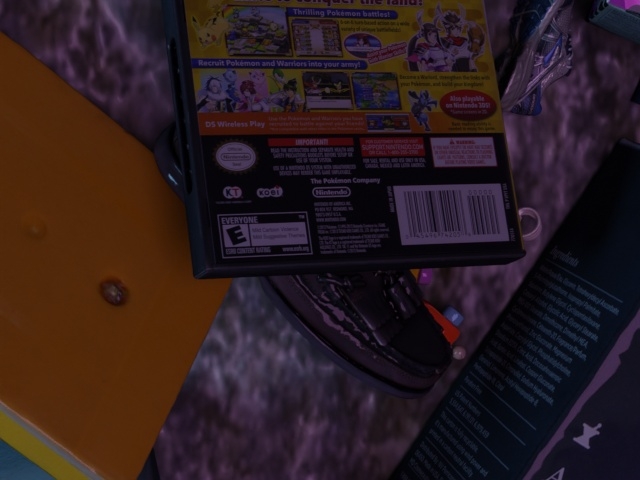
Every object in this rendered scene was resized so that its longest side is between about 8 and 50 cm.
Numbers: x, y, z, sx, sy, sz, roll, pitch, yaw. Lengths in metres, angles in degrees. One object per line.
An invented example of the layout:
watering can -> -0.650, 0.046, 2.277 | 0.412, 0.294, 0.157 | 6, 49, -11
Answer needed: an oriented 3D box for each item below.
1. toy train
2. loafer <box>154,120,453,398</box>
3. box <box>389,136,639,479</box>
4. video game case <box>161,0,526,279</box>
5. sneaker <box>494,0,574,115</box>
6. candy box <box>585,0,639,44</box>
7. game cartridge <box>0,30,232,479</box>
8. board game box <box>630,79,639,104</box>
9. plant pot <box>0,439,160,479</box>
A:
toy train -> 0.106, 0.019, 1.338 | 0.125, 0.046, 0.166 | 36, 95, -19
loafer -> 0.000, 0.000, 1.239 | 0.302, 0.109, 0.095 | 44, 125, -3
box -> 0.293, 0.164, 1.325 | 0.293, 0.212, 0.395 | 33, 92, -17
video game case -> 0.019, -0.098, 1.218 | 0.275, 0.035, 0.248 | -2, 77, -25
sneaker -> 0.190, -0.167, 1.320 | 0.058, 0.052, 0.135 | 20, 104, -27
candy box -> 0.275, -0.238, 1.221 | 0.071, 0.233, 0.159 | 22, 96, 3
game cartridge -> -0.224, 0.000, 1.156 | 0.324, 0.285, 0.053 | 39, 134, -15
board game box -> 0.415, -0.150, 1.375 | 0.243, 0.042, 0.165 | 21, 96, -17
plant pot -> -0.221, 0.286, 1.206 | 0.248, 0.252, 0.247 | -14, 105, -10
